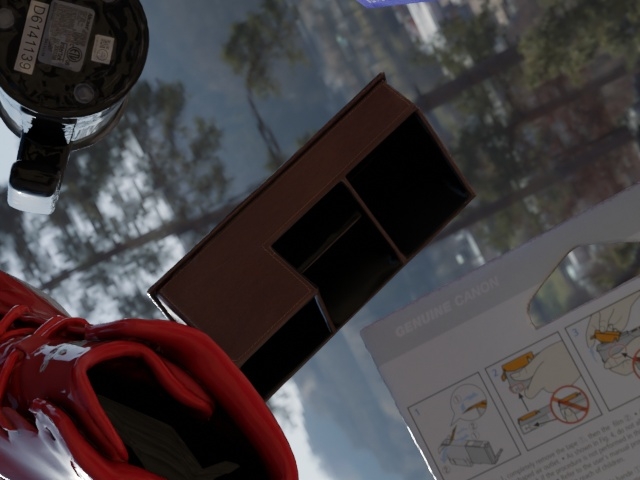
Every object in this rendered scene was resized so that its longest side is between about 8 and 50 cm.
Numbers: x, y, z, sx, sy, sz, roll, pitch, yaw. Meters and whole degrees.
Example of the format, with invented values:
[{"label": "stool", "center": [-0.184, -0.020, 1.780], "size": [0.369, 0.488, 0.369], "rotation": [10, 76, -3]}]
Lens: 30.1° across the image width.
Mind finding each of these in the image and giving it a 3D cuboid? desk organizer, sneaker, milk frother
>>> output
[{"label": "desk organizer", "center": [0.000, 0.000, 0.477], "size": [0.050, 0.130, 0.047], "rotation": [40, 167, 26]}, {"label": "sneaker", "center": [-0.098, 0.034, 0.387], "size": [0.221, 0.087, 0.128], "rotation": [25, 151, 2]}, {"label": "milk frother", "center": [-0.178, -0.095, 0.648], "size": [0.143, 0.129, 0.135], "rotation": [31, 170, -10]}]

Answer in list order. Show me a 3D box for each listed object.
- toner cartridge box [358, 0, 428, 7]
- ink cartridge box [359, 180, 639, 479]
[{"label": "toner cartridge box", "center": [0.074, -0.226, 0.696], "size": [0.075, 0.165, 0.348], "rotation": [33, -176, -12]}, {"label": "ink cartridge box", "center": [0.194, 0.098, 0.674], "size": [0.239, 0.275, 0.060], "rotation": [64, -169, 12]}]
